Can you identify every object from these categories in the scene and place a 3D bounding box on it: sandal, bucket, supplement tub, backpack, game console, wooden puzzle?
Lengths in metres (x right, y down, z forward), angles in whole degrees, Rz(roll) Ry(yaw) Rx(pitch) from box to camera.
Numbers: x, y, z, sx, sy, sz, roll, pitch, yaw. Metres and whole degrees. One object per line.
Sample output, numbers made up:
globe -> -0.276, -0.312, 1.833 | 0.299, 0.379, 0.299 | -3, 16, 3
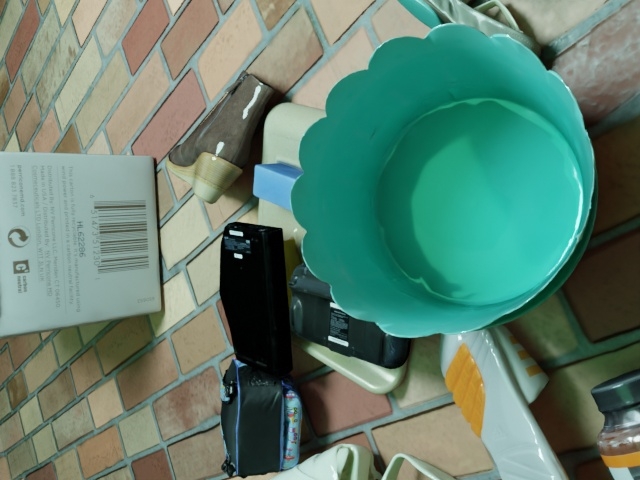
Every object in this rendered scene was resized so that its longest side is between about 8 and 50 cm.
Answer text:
sandal -> 0.213, 0.185, 0.673 | 0.102, 0.076, 0.265 | -63, 38, 45
bucket -> 0.131, -0.046, 0.608 | 0.281, 0.183, 0.281 | -1, 89, 27
supplement tub -> 0.319, 0.215, 0.550 | 0.106, 0.106, 0.198 | -37, 69, 41
backpack -> -0.102, 0.267, 0.978 | 0.173, 0.117, 0.158 | -150, 62, -75
game console -> -0.023, 0.095, 0.834 | 0.361, 0.044, 0.213 | 10, 108, 46
wooden puzzle -> 0.000, 0.000, 0.868 | 0.322, 0.080, 0.348 | 24, 111, 42

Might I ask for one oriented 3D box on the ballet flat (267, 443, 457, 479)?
ballet flat -> 0.075, 0.340, 0.817 | 0.400, 0.139, 0.139 | 1, 95, 41

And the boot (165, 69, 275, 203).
boot -> -0.163, -0.180, 1.024 | 0.207, 0.090, 0.248 | -61, 31, 6

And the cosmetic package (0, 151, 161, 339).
cosmetic package -> -0.573, -0.005, 1.276 | 0.394, 0.327, 0.329 | 1, 96, 46

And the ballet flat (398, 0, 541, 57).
ballet flat -> 0.161, -0.253, 0.697 | 0.068, 0.072, 0.213 | -43, 63, 9
